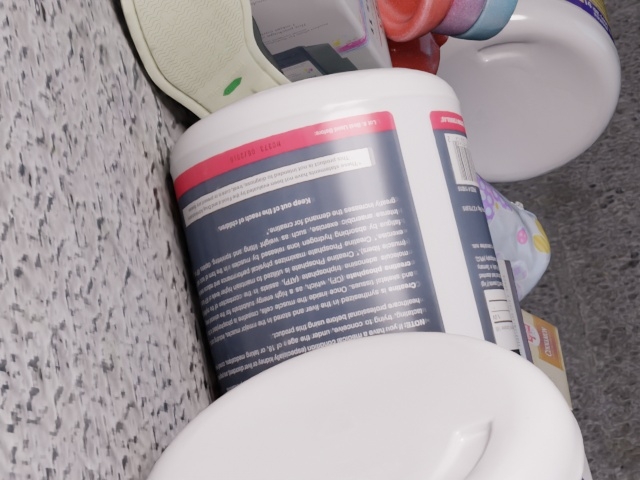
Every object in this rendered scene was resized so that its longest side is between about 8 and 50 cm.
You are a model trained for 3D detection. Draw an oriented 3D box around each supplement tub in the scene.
[{"bbox_3d":[0.054,0.232,0.898,0.228,0.228,0.316,-85,158,-63],"label":"supplement tub"},{"bbox_3d":[0.186,-0.250,1.896,0.331,0.241,0.241,-93,165,-45],"label":"supplement tub"},{"bbox_3d":[0.022,0.044,1.096,0.191,0.191,0.272,24,53,-78],"label":"supplement tub"}]

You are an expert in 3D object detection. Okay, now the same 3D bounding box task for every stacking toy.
[{"bbox_3d":[0.069,-0.271,1.543,0.309,0.130,0.280,-33,-114,61],"label":"stacking toy"}]

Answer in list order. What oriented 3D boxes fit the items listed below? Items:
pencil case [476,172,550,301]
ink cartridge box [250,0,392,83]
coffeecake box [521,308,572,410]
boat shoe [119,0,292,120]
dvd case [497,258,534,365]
[{"bbox_3d":[0.125,-0.037,1.786,0.273,0.124,0.113,40,-3,-36],"label":"pencil case"},{"bbox_3d":[-0.036,-0.231,1.378,0.353,0.119,0.207,40,36,-74],"label":"ink cartridge box"},{"bbox_3d":[0.170,0.179,1.772,0.068,0.185,0.142,27,29,-15],"label":"coffeecake box"},{"bbox_3d":[-0.083,-0.136,1.156,0.079,0.084,0.233,49,-3,37],"label":"boat shoe"},{"bbox_3d":[0.106,0.082,1.617,0.221,0.018,0.165,9,59,-35],"label":"dvd case"}]
